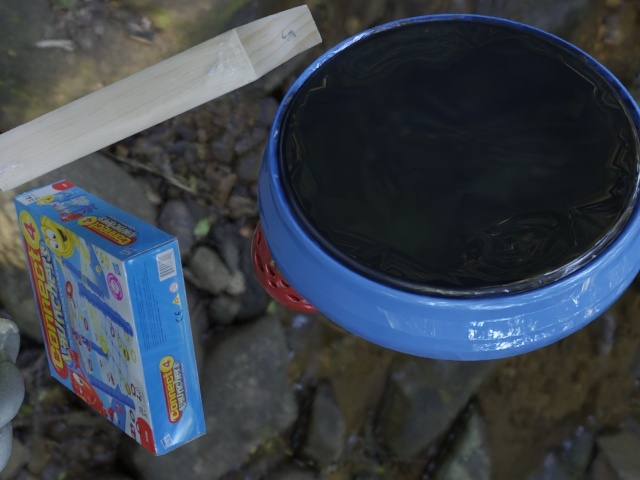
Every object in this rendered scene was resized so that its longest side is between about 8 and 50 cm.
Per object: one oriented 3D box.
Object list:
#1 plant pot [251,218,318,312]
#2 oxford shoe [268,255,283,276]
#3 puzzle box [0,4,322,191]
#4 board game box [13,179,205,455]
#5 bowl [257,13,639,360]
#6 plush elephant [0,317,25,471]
[{"bbox_3d":[0.000,0.000,1.803,0.191,0.191,0.174,-49,179,-19],"label":"plant pot"},{"bbox_3d":[0.049,0.032,1.331,0.212,0.076,0.076,-2,78,-11],"label":"oxford shoe"},{"bbox_3d":[-0.157,-0.161,1.266,0.409,0.272,0.052,-57,124,-73],"label":"puzzle box"},{"bbox_3d":[-0.297,0.102,1.687,0.086,0.302,0.308,-24,121,-33],"label":"board game box"},{"bbox_3d":[0.132,-0.070,1.164,0.391,0.391,0.077,-42,152,-25],"label":"bowl"},{"bbox_3d":[-0.563,0.252,1.689,0.272,0.330,0.255,-26,147,1],"label":"plush elephant"}]
